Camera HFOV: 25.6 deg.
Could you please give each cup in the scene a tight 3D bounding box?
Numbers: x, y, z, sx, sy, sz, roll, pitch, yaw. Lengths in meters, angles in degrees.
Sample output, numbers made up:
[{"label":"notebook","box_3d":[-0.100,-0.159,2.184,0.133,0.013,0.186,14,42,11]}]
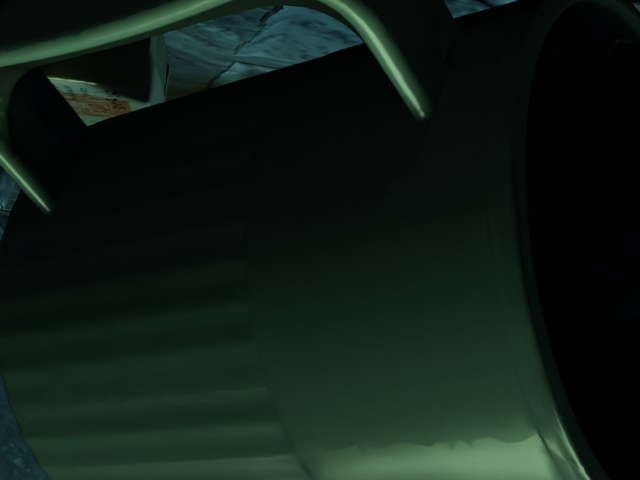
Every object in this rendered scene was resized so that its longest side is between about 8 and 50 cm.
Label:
[{"label":"cup","box_3d":[0.001,0.021,0.701,0.311,0.257,0.331,-10,161,33]}]

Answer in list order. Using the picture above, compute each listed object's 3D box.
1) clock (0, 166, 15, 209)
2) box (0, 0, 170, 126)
[{"label":"clock","box_3d":[-0.286,-0.098,0.760,0.280,0.055,0.280,25,174,3]},{"label":"box","box_3d":[-0.168,-0.112,0.886,0.141,0.058,0.201,7,175,-5]}]
